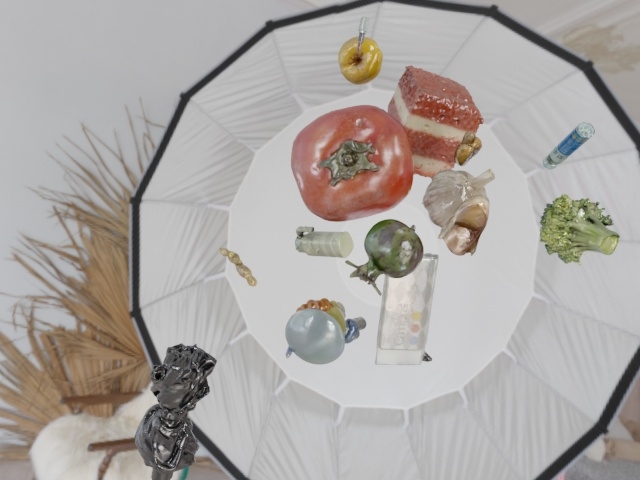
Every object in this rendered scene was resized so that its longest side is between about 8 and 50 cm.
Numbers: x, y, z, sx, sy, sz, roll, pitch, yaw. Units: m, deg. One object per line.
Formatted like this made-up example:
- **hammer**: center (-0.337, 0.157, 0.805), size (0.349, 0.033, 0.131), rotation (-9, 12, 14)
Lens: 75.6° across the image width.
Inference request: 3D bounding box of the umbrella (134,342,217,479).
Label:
- **umbrella**: center (-0.280, 0.329, 0.777), size (0.121, 0.273, 0.110), rotation (11, 12, -16)

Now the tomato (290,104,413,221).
- **tomato**: center (0.089, -0.200, 1.130), size (0.324, 0.293, 0.290), rotation (-22, 1, 7)

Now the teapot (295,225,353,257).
- **teapot**: center (0.000, 0.000, 1.347), size (0.200, 0.077, 0.107), rotation (1, -49, 41)

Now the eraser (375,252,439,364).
- **eraser**: center (0.304, 0.241, 1.457), size (0.212, 0.397, 0.082), rotation (4, 11, -8)

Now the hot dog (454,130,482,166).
- **hot dog**: center (0.444, -0.278, 1.251), size (0.060, 0.090, 0.140), rotation (48, 6, 11)

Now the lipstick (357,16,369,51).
- **lipstick**: center (0.141, -0.701, 1.408), size (0.025, 0.107, 0.025), rotation (6, 17, -22)

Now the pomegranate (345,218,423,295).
- **pomegranate**: center (0.154, 0.031, 0.943), size (0.148, 0.169, 0.149), rotation (40, -22, 20)

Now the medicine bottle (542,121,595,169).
- **medicine bottle**: center (0.744, -0.281, 1.245), size (0.051, 0.051, 0.191), rotation (13, -20, 2)

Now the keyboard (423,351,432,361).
- **keyboard**: center (0.336, 0.389, 1.601), size (0.231, 0.023, 0.072), rotation (46, -23, -4)

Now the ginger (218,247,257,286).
- **ginger**: center (-0.336, 0.096, 1.690), size (0.193, 0.052, 0.176), rotation (52, -4, -24)

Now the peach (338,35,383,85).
- **peach**: center (0.154, -0.692, 1.583), size (0.179, 0.179, 0.103), rotation (12, 28, 21)

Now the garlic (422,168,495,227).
- **garlic**: center (0.433, -0.140, 1.240), size (0.218, 0.219, 0.212), rotation (15, -27, -17)

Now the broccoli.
- **broccoli**: center (0.869, -0.039, 1.357), size (0.246, 0.263, 0.243), rotation (-20, 22, -1)

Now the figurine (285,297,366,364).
- **figurine**: center (0.059, 0.314, 1.484), size (0.381, 0.225, 0.205), rotation (-4, 37, -46)

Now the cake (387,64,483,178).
- **cake**: center (0.389, -0.426, 1.529), size (0.269, 0.320, 0.270), rotation (12, 41, -12)

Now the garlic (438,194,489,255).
- **garlic**: center (0.371, -0.036, 1.053), size (0.099, 0.175, 0.124), rotation (33, 38, 7)
